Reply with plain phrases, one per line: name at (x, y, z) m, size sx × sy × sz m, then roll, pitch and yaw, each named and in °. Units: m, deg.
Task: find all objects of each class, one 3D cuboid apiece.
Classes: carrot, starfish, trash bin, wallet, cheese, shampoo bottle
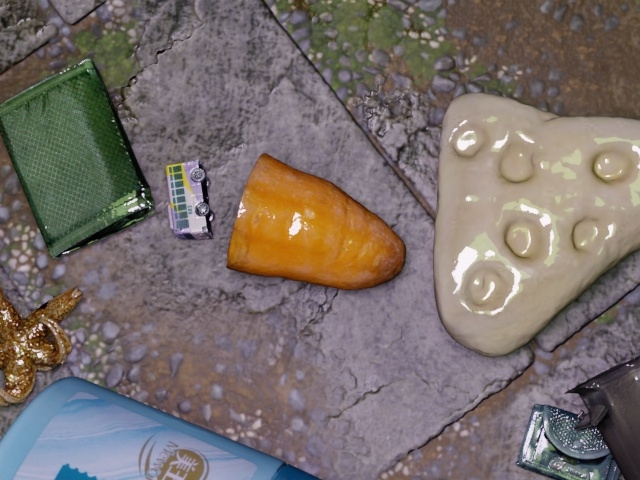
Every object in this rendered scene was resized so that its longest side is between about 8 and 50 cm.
carrot at (0.000, 0.000, 1.518) m, size 0.225 × 0.159 × 0.159 m, roll 21°, pitch 82°, yaw -2°
starfish at (-0.394, 0.116, 1.550) m, size 0.190 × 0.074 × 0.146 m, roll -44°, pitch 82°, yaw -5°
trash bin at (0.465, 0.263, 1.418) m, size 0.252 × 0.203 × 0.302 m, roll -24°, pitch 78°, yaw -20°
wallet at (0.323, 0.266, 1.510) m, size 0.129 × 0.026 × 0.088 m, roll 19°, pitch 82°, yaw 6°
cheese at (0.302, -0.002, 1.506) m, size 0.351 × 0.129 × 0.328 m, roll 12°, pitch 79°, yaw 7°
wallet at (-0.331, -0.111, 1.597) m, size 0.160 × 0.055 × 0.236 m, roll -25°, pitch 74°, yaw 1°
shampoo bottle at (-0.209, 0.365, 1.370) m, size 0.342 × 0.331 × 0.331 m, roll 22°, pitch 82°, yaw 8°

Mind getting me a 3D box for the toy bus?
toy bus at (-0.175, -0.051, 1.579) m, size 0.058 × 0.052 × 0.102 m, roll -9°, pitch 78°, yaw 4°
